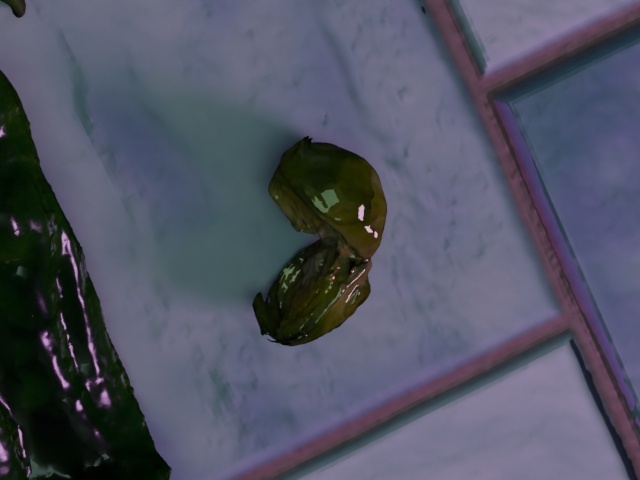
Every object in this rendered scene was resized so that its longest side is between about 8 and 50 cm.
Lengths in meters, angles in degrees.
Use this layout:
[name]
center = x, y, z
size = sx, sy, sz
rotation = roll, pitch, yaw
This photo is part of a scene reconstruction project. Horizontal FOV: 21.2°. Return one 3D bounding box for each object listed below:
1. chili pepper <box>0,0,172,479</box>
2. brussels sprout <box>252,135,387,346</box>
[chili pepper]
center = -0.120, 0.029, 0.665
size = 0.100, 0.074, 0.257
rotation = -22, 109, -7
[brussels sprout]
center = 0.001, 0.001, 0.693
size = 0.051, 0.046, 0.083
rotation = 4, 111, -14
